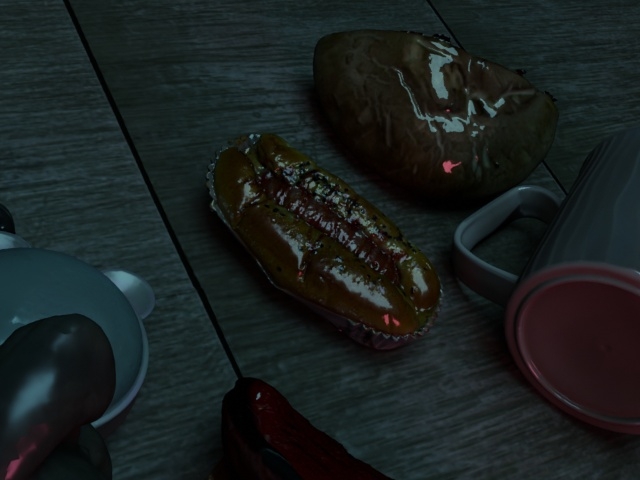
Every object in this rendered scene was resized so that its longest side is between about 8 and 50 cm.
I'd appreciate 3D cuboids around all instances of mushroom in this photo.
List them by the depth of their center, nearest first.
[{"bbox_3d":[0.114,-0.123,1.062,0.286,0.156,0.151,19,72,-1],"label":"mushroom"}]

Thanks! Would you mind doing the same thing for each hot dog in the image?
[{"bbox_3d":[0.000,0.000,0.927,0.268,0.075,0.144,40,44,8],"label":"hot dog"}]

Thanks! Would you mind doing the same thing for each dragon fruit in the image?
[{"bbox_3d":[0.032,0.214,0.663,0.344,0.282,0.100,34,85,24],"label":"dragon fruit"}]

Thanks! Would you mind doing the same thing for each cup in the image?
[{"bbox_3d":[0.298,0.012,0.965,0.288,0.208,0.273,37,48,7],"label":"cup"}]

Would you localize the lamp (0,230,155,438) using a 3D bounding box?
[{"bbox_3d":[-0.223,0.094,0.721,0.180,0.108,0.246,16,47,-6],"label":"lamp"}]

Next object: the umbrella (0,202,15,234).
[{"bbox_3d":[-0.377,-0.027,0.788,0.248,0.071,0.071,-1,53,-31],"label":"umbrella"}]

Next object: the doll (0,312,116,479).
[{"bbox_3d":[-0.119,0.258,0.513,0.379,0.252,0.382,19,66,-12],"label":"doll"}]
